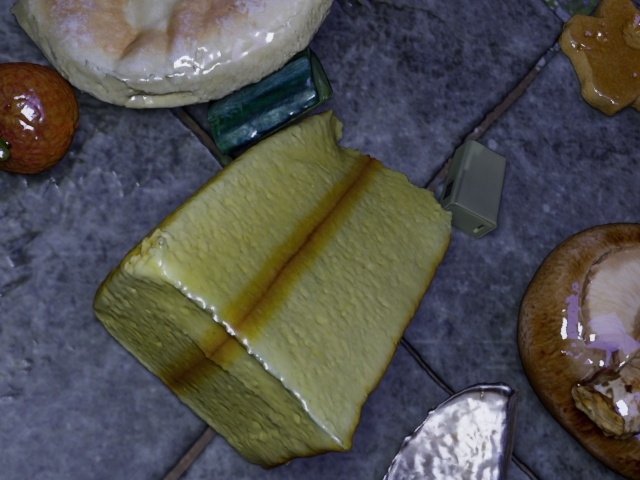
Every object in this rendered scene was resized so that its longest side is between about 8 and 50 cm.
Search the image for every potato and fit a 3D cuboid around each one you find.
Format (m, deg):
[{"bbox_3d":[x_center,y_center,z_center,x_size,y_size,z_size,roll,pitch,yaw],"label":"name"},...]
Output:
[{"bbox_3d":[0.123,0.264,1.080,0.120,0.100,0.261,7,80,18],"label":"potato"}]

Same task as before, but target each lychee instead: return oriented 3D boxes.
[{"bbox_3d":[-0.281,-0.108,0.999,0.140,0.101,0.114,-37,101,-27],"label":"lychee"}]

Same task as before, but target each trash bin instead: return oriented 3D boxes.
[{"bbox_3d":[0.170,-0.058,1.236,0.061,0.043,0.092,27,58,-15],"label":"trash bin"}]

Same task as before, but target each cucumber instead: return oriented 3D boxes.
[{"bbox_3d":[-0.048,-0.139,1.101,0.115,0.116,0.062,-26,97,12],"label":"cucumber"}]

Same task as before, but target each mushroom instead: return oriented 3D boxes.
[{"bbox_3d":[0.335,0.126,1.180,0.297,0.163,0.278,52,50,0],"label":"mushroom"}]

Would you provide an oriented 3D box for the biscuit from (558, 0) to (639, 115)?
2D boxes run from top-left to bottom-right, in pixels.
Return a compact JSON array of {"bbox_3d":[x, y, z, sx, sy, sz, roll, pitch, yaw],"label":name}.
[{"bbox_3d":[0.421,-0.235,1.414,0.248,0.035,0.184,-15,72,-22],"label":"biscuit"}]

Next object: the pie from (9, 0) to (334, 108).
[{"bbox_3d":[-0.129,-0.262,1.099,0.337,0.075,0.338,0,59,-1],"label":"pie"}]

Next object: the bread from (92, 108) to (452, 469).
[{"bbox_3d":[0.000,0.000,1.021,0.233,0.245,0.362,44,63,-4],"label":"bread"}]
